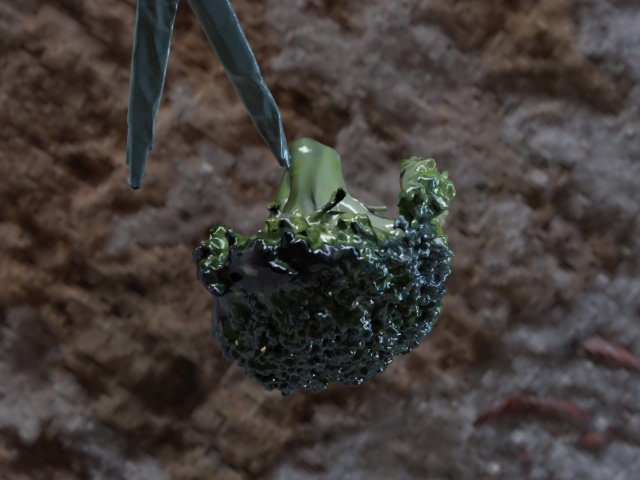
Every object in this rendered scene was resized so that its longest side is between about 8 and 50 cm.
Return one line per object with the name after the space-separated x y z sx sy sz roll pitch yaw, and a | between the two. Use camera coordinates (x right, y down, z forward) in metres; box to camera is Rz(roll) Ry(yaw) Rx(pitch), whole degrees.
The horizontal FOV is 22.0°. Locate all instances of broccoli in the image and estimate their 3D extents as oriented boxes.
0.000 0.000 1.542 0.247 0.263 0.243 16 40 -24 | broccoli

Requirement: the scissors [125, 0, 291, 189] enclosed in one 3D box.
-0.071 -0.145 0.783 0.144 0.247 0.017 -8 20 -1 | scissors
